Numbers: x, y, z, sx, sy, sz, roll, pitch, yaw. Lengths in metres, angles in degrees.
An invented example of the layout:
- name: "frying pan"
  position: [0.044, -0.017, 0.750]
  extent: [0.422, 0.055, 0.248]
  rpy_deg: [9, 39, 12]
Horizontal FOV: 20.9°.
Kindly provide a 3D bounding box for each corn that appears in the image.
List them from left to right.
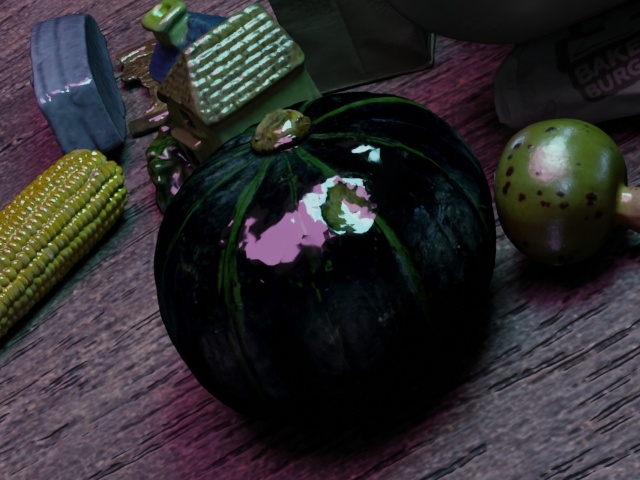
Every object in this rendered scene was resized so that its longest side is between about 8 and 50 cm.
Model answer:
- name: "corn"
  position: [-0.294, 0.004, 1.770]
  extent: [0.093, 0.093, 0.244]
  rpy_deg: [11, 48, 41]

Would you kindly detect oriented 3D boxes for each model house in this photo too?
- name: "model house"
  position: [-0.111, -0.145, 1.770]
  extent: [0.195, 0.189, 0.214]
  rpy_deg: [-34, 36, -15]

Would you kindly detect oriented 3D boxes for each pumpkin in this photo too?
- name: "pumpkin"
  position: [0.000, 0.000, 1.463]
  extent: [0.315, 0.238, 0.315]
  rpy_deg: [-21, 30, 13]

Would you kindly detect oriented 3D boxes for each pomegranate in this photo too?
- name: "pomegranate"
  position: [0.226, -0.042, 1.479]
  extent: [0.159, 0.129, 0.129]
  rpy_deg: [1, 36, -3]

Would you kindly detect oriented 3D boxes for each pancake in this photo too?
- name: "pancake"
  position: [-0.190, -0.190, 2.028]
  extent: [0.190, 0.020, 0.184]
  rpy_deg: [15, 52, 44]

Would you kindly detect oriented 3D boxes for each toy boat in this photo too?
- name: "toy boat"
  position: [-0.283, -0.186, 1.987]
  extent: [0.078, 0.127, 0.283]
  rpy_deg: [-23, 30, 4]

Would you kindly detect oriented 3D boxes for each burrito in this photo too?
- name: "burrito"
  position: [0.376, -0.184, 1.584]
  extent: [0.445, 0.101, 0.139]
  rpy_deg: [-9, 26, 27]

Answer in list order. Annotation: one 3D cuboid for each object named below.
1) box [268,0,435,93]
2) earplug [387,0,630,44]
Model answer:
- name: "box"
  position: [0.038, -0.295, 1.903]
  extent: [0.155, 0.149, 0.231]
  rpy_deg: [-12, 36, 18]
- name: "earplug"
  position: [0.212, -0.354, 1.571]
  extent: [0.394, 0.312, 0.312]
  rpy_deg: [-23, 34, -5]
